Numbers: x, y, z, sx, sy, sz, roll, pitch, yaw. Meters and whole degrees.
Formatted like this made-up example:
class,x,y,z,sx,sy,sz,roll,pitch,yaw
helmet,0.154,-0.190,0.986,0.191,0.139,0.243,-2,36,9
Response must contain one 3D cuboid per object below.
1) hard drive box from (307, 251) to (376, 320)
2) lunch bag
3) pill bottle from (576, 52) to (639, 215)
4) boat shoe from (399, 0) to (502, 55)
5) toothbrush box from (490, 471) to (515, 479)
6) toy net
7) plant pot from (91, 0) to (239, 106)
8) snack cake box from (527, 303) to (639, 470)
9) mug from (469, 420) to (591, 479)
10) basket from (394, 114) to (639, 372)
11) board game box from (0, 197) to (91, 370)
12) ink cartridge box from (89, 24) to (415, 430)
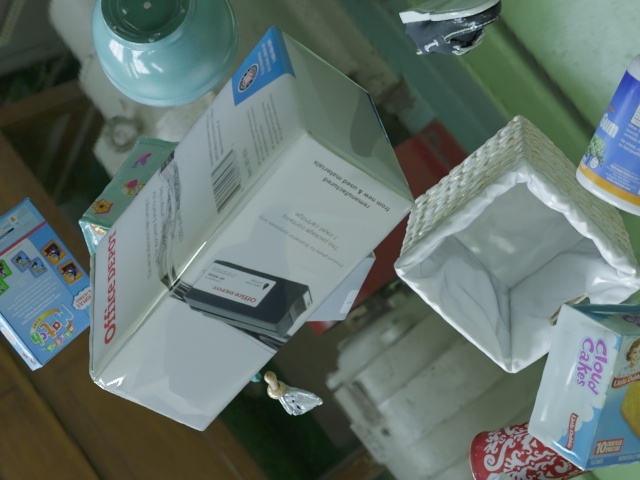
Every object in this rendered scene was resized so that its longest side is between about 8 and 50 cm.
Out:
class,x,y,z,sx,sy,sz,roll,pitch,yaw
hard drive box,0.000,0.000,1.908,0.181,0.089,0.232,115,147,-45
lunch bag,-0.228,0.010,1.614,0.160,0.223,0.262,3,130,21
pill bottle,0.499,-0.182,1.557,0.152,0.152,0.272,34,115,27
boat shoe,0.217,-0.340,1.682,0.302,0.114,0.091,-134,20,-74
toothbrush box,0.271,0.486,1.544,0.216,0.126,0.295,33,144,2
toy net,-0.103,0.218,1.598,0.232,0.045,0.122,30,159,-28
plant pot,-0.316,-0.426,2.058,0.293,0.293,0.196,50,177,10
snack cake box,0.364,0.153,1.167,0.089,0.264,0.152,32,114,51
mug,0.329,0.308,1.602,0.169,0.150,0.113,-30,109,40
basket,0.370,0.004,1.988,0.331,0.266,0.328,42,119,-13
board game box,-0.435,0.064,1.595,0.039,0.160,0.211,-27,103,45
ink cartridge box,-0.100,-0.015,1.270,0.166,0.285,0.395,31,113,-27
